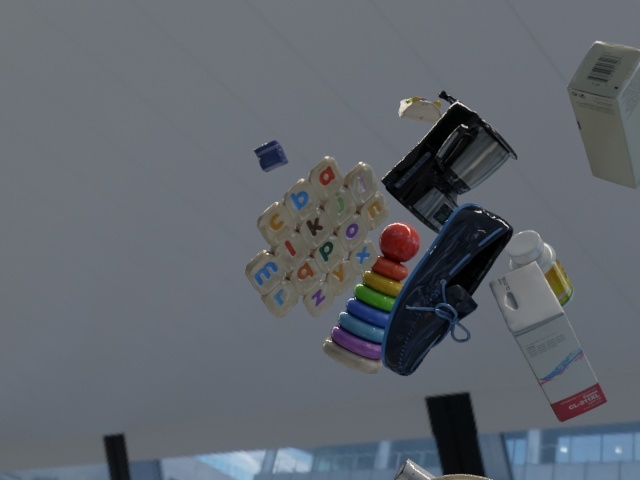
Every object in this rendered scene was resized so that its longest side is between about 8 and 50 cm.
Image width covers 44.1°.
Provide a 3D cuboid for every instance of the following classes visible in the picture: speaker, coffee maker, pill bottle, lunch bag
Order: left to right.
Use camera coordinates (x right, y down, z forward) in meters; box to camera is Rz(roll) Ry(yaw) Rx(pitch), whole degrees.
[{"bbox_3d":[-0.122,-0.211,1.941,0.067,0.065,0.098,-23,0,3],"label":"lunch bag"},{"bbox_3d":[0.223,0.511,1.633,0.136,0.055,0.055,33,-32,5],"label":"speaker"},{"bbox_3d":[0.192,-0.119,1.244,0.178,0.171,0.120,-45,-64,8],"label":"coffee maker"},{"bbox_3d":[0.539,0.077,1.957,0.118,0.117,0.208,-11,-50,35],"label":"pill bottle"}]

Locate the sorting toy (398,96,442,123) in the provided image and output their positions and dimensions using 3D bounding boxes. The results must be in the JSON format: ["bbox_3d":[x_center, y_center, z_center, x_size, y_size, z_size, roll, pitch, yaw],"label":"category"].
[{"bbox_3d":[0.183,-0.250,1.479,0.083,0.075,0.044,8,-71,-15],"label":"sorting toy"}]

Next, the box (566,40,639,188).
[{"bbox_3d":[0.524,-0.216,1.398,0.094,0.113,0.275,25,-17,37],"label":"box"}]

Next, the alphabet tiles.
[{"bbox_3d":[0.000,0.000,1.349,0.021,0.284,0.278,35,-18,41],"label":"alphabet tiles"}]

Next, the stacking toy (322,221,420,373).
[{"bbox_3d":[0.128,0.117,1.723,0.141,0.330,0.141,23,5,-2],"label":"stacking toy"}]

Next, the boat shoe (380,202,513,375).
[{"bbox_3d":[0.169,0.067,1.055,0.089,0.258,0.109,24,-6,35],"label":"boat shoe"}]

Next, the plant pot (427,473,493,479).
[{"bbox_3d":[0.206,0.504,1.191,0.334,0.333,0.305,4,-22,17],"label":"plant pot"}]

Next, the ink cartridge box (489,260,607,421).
[{"bbox_3d":[0.306,0.135,1.066,0.072,0.127,0.175,-27,-60,11],"label":"ink cartridge box"}]
